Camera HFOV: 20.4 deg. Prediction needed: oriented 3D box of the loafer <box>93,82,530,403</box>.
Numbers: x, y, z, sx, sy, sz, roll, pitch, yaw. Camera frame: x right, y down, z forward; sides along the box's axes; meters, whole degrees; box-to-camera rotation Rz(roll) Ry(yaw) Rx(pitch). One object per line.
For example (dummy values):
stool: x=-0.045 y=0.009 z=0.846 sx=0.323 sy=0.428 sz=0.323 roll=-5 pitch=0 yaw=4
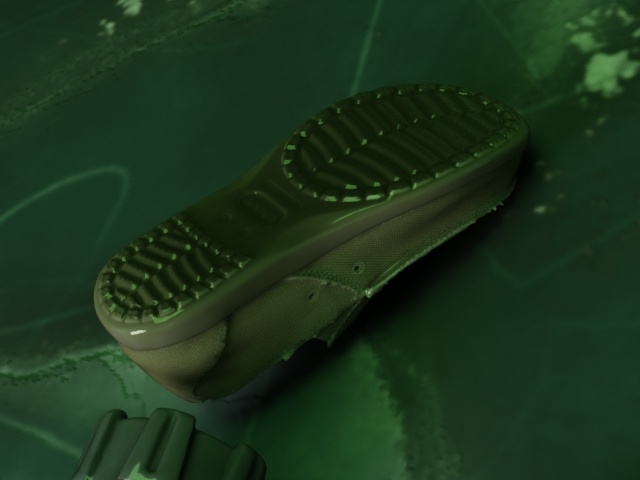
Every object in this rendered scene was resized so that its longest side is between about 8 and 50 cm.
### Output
loafer: x=0.000 y=0.000 z=0.994 sx=0.268 sy=0.092 sz=0.102 roll=-28 pitch=44 yaw=-17

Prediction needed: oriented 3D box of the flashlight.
flashlight: x=-0.114 y=0.231 z=0.851 sx=0.103 sy=0.103 sz=0.304 roll=-4 pitch=51 yaw=33
